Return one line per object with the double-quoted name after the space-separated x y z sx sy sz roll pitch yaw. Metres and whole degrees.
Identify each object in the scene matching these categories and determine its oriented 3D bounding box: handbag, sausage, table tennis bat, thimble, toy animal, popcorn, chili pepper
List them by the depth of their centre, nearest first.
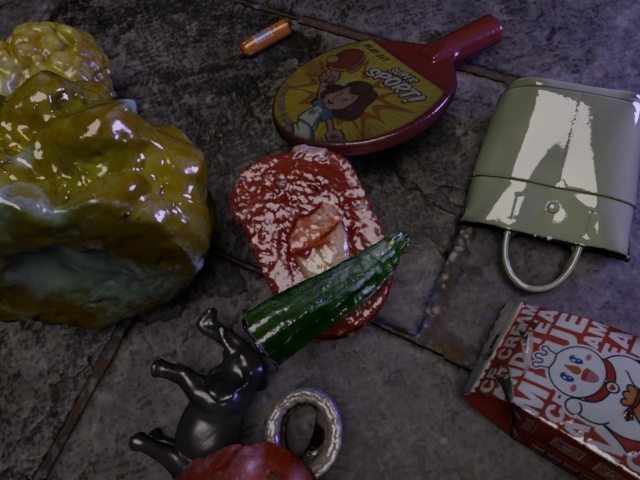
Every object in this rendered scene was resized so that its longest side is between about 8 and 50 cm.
0.017 0.054 0.550 0.227 0.088 0.059 -35 46 -12 "chili pepper"
0.340 0.200 0.579 0.298 0.151 0.171 28 67 29 "handbag"
-0.021 0.255 0.626 0.102 0.090 0.115 25 76 10 "thimble"
-0.159 0.220 0.652 0.147 0.115 0.244 15 97 18 "toy animal"
0.344 -0.074 0.704 0.242 0.109 0.315 13 88 12 "handbag"
0.115 -0.262 0.764 0.415 0.051 0.268 -28 52 -10 "table tennis bat"
-0.432 -0.234 0.776 0.181 0.217 0.234 3 99 -5 "popcorn"
-0.106 -0.368 0.859 0.107 0.031 0.031 -29 72 -3 "sausage"

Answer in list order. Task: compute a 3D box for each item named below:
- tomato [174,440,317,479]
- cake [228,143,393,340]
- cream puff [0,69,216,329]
-0.100 0.394 0.499 0.309 0.170 0.308 0 87 6 "tomato"
0.000 0.000 0.670 0.177 0.151 0.282 -28 73 1 "cake"
-0.326 -0.064 0.630 0.379 0.378 0.275 -16 55 2 "cream puff"
